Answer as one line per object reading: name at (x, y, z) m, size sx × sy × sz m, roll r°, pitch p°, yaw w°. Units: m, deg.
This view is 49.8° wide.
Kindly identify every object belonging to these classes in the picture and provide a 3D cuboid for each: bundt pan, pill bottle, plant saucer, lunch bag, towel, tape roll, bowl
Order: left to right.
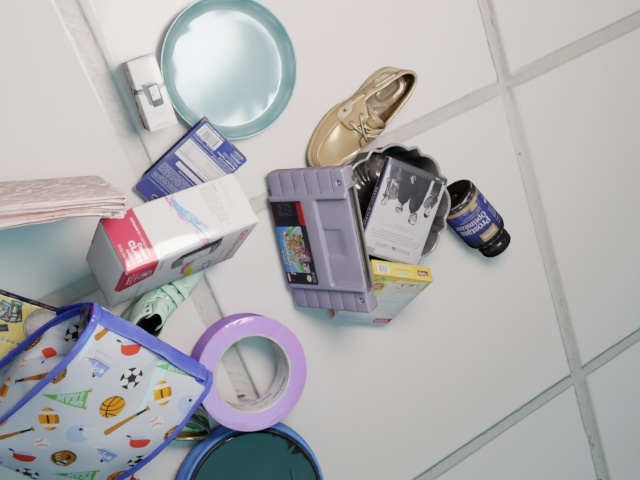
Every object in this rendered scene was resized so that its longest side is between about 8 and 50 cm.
towel at (-0.551, -0.071, 1.309) m, size 0.317 × 0.332 × 0.053 m, roll -7°, pitch 104°, yaw -25°
lunch bag at (-0.461, 0.311, 1.415) m, size 0.385 × 0.239 × 0.328 m, roll -38°, pitch 127°, yaw 18°
plant saucer at (-0.206, -0.389, 1.560) m, size 0.318 × 0.044 × 0.317 m, roll -6°, pitch 104°, yaw -25°
tape roll at (-0.175, 0.317, 1.677) m, size 0.275 × 0.090 × 0.274 m, roll 0°, pitch 91°, yaw -24°
bowl at (-0.168, 0.642, 1.714) m, size 0.391 × 0.077 × 0.391 m, roll 3°, pitch 80°, yaw -20°
bundt pan at (0.161, -0.086, 1.753) m, size 0.331 × 0.124 × 0.330 m, roll -5°, pitch 103°, yaw -24°
pill bottle at (0.422, -0.055, 1.882) m, size 0.219 × 0.123 × 0.123 m, roll 43°, pitch 82°, yaw -26°

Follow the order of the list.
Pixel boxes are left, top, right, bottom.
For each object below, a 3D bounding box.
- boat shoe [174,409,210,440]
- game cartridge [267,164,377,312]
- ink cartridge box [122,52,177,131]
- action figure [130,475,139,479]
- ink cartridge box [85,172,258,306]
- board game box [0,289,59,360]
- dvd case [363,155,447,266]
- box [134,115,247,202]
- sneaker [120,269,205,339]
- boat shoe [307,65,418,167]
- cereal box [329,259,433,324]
boat shoe at (-0.367, 0.437, 1.650) m, size 0.224 × 0.073 × 0.080 m, roll 13°, pitch 95°, yaw -27°
game cartridge at (0.000, 0.000, 1.646) m, size 0.068 × 0.230 × 0.355 m, roll -36°, pitch 119°, yaw -53°
ink cartridge box at (-0.364, -0.315, 1.464) m, size 0.063 × 0.109 × 0.150 m, roll -21°, pitch 109°, yaw -16°
action figure at (-0.526, 0.549, 1.603) m, size 0.280 × 0.139 × 0.091 m, roll 44°, pitch 84°, yaw -4°
ink cartridge box at (-0.313, 0.000, 1.449) m, size 0.306 × 0.226 × 0.131 m, roll -22°, pitch 78°, yaw -30°
board game box at (-0.694, 0.187, 1.459) m, size 0.243 × 0.042 × 0.165 m, roll 25°, pitch 90°, yaw -28°
dvd case at (0.198, -0.065, 1.690) m, size 0.179 × 0.029 × 0.238 m, roll 17°, pitch 94°, yaw -27°
box at (-0.294, -0.155, 1.554) m, size 0.225 × 0.036 × 0.136 m, roll -42°, pitch 116°, yaw 6°
sneaker at (-0.337, 0.133, 1.553) m, size 0.256 × 0.151 × 0.094 m, roll -48°, pitch 114°, yaw -10°
boat shoe at (0.101, -0.298, 1.684) m, size 0.121 × 0.110 × 0.341 m, roll 43°, pitch 82°, yaw -26°
cereal box at (0.150, 0.138, 1.757) m, size 0.173 × 0.240 × 0.047 m, roll 8°, pitch 53°, yaw -26°
